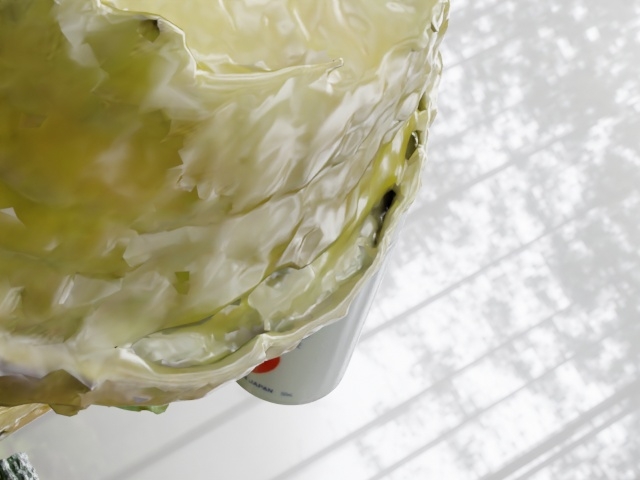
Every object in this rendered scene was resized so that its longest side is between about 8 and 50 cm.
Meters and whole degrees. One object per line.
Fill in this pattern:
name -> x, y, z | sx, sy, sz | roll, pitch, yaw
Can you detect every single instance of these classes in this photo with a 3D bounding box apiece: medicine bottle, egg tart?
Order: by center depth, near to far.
egg tart -> -0.059, -0.119, 0.430 | 0.132, 0.345, 0.345 | -13, -76, 48
medicine bottle -> 0.000, 0.000, 1.187 | 0.130, 0.130, 0.341 | 52, -35, 27

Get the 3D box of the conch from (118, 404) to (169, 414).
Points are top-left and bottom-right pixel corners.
conch -> -0.252, 0.161, 1.646 | 0.170, 0.106, 0.079 | 35, 15, 6

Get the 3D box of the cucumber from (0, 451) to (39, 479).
cucumber -> -0.342, 0.362, 1.612 | 0.265, 0.077, 0.077 | 58, -20, 32

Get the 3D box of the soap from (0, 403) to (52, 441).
soap -> -0.216, 0.035, 0.987 | 0.143, 0.281, 0.259 | 42, -36, 20
